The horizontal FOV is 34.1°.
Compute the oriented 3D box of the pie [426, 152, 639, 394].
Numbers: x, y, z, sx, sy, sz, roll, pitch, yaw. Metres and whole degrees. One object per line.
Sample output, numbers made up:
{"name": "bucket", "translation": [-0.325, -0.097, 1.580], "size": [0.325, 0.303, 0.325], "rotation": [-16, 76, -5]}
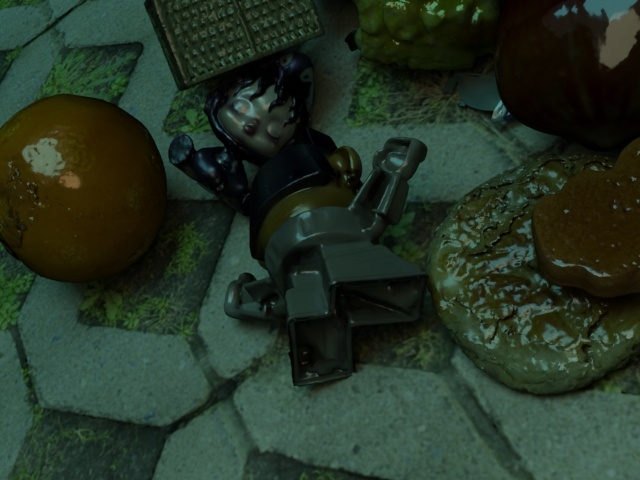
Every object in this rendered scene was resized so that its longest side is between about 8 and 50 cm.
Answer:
{"name": "pie", "translation": [0.232, 0.028, 1.043], "size": [0.274, 0.055, 0.274], "rotation": [-14, 52, 19]}

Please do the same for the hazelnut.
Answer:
{"name": "hazelnut", "translation": [0.295, -0.192, 1.063], "size": [0.229, 0.229, 0.229], "rotation": [-18, 47, 21]}

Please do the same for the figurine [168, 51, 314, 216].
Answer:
{"name": "figurine", "translation": [-0.081, -0.148, 1.359], "size": [0.145, 0.145, 0.222], "rotation": [29, 78, 45]}

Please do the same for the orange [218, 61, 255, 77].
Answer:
{"name": "orange", "translation": [-0.151, -0.333, 1.520], "size": [0.193, 0.161, 0.193], "rotation": [-24, 47, 29]}

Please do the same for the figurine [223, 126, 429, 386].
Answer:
{"name": "figurine", "translation": [0.001, -0.003, 1.158], "size": [0.308, 0.143, 0.308], "rotation": [-16, 50, 20]}

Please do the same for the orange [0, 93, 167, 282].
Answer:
{"name": "orange", "translation": [-0.317, -0.067, 1.354], "size": [0.246, 0.246, 0.246], "rotation": [-18, 47, 21]}

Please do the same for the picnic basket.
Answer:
{"name": "picnic basket", "translation": [-0.116, -0.289, 1.360], "size": [0.196, 0.134, 0.154], "rotation": [-24, 8, -9]}

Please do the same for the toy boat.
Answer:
{"name": "toy boat", "translation": [0.205, -0.179, 1.245], "size": [0.149, 0.034, 0.105], "rotation": [-5, 50, 30]}

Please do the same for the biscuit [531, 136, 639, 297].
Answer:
{"name": "biscuit", "translation": [0.364, -0.027, 0.966], "size": [0.333, 0.047, 0.202], "rotation": [-12, 50, 6]}

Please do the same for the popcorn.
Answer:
{"name": "popcorn", "translation": [0.144, -0.326, 1.257], "size": [0.293, 0.293, 0.237], "rotation": [-46, 60, -8]}
